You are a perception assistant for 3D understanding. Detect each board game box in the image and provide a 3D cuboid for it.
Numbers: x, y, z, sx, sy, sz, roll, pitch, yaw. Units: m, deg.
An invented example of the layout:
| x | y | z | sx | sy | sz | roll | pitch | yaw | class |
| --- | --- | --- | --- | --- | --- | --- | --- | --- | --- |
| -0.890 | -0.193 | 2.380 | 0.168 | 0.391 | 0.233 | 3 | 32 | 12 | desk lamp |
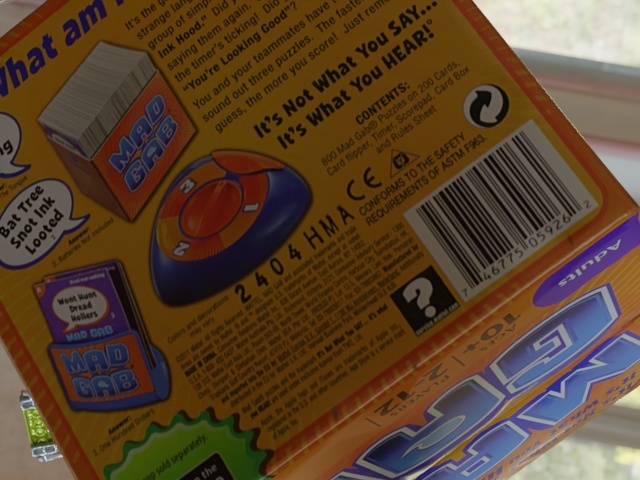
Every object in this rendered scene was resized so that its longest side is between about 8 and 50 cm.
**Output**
| x | y | z | sx | sy | sz | roll | pitch | yaw | class |
| --- | --- | --- | --- | --- | --- | --- | --- | --- | --- |
| 0.000 | 0.000 | 1.044 | 0.356 | 0.356 | 0.356 | 56 | 8 | 24 | board game box |

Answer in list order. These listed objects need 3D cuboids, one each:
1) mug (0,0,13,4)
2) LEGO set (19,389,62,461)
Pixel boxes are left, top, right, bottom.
| x | y | z | sx | sy | sz | roll | pitch | yaw | class |
| --- | --- | --- | --- | --- | --- | --- | --- | --- | --- |
| -0.386 | -0.274 | 1.501 | 0.169 | 0.150 | 0.113 | -26 | 114 | -30 | mug |
| -0.203 | 0.220 | 1.344 | 0.132 | 0.107 | 0.287 | -128 | -151 | -74 | LEGO set |
